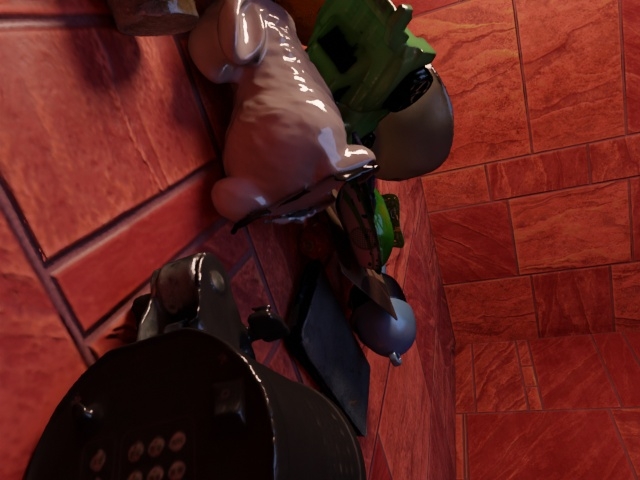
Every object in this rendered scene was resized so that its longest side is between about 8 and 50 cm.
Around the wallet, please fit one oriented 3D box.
[{"bbox_3d":[0.030,0.225,0.945,0.191,0.046,0.379,-78,153,-44],"label":"wallet"}]

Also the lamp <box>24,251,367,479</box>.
[{"bbox_3d":[-0.080,0.211,0.394,0.374,0.205,0.272,-93,159,-50],"label":"lamp"}]

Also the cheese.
[{"bbox_3d":[0.075,-0.056,0.846,0.320,0.083,0.204,77,-5,-60],"label":"cheese"}]

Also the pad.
[{"bbox_3d":[0.068,-0.004,1.007,0.220,0.004,0.330,42,23,-42],"label":"pad"}]

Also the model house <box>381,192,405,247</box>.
[{"bbox_3d":[0.171,-0.053,1.376,0.088,0.117,0.167,-6,90,-67],"label":"model house"}]

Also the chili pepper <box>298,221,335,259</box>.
[{"bbox_3d":[0.000,0.000,0.938,0.123,0.070,0.073,-25,122,-72],"label":"chili pepper"}]

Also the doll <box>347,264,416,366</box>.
[{"bbox_3d":[0.129,0.146,1.098,0.177,0.141,0.314,40,24,-44],"label":"doll"}]

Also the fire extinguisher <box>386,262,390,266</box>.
[{"bbox_3d":[0.138,0.013,1.262,0.075,0.106,0.252,-150,-135,-70],"label":"fire extinguisher"}]

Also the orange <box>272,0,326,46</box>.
[{"bbox_3d":[0.005,-0.506,0.945,0.240,0.240,0.240,-9,90,-71],"label":"orange"}]

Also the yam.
[{"bbox_3d":[-0.207,-0.346,0.481,0.093,0.093,0.259,-54,132,-64],"label":"yam"}]

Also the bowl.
[{"bbox_3d":[0.144,-0.296,1.204,0.185,0.354,0.354,-29,116,-23],"label":"bowl"}]

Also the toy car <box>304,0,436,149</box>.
[{"bbox_3d":[0.044,-0.292,0.823,0.176,0.358,0.213,-22,75,-43],"label":"toy car"}]

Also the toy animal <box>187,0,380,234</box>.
[{"bbox_3d":[-0.079,-0.205,0.685,0.257,0.194,0.357,-19,83,-47],"label":"toy animal"}]
